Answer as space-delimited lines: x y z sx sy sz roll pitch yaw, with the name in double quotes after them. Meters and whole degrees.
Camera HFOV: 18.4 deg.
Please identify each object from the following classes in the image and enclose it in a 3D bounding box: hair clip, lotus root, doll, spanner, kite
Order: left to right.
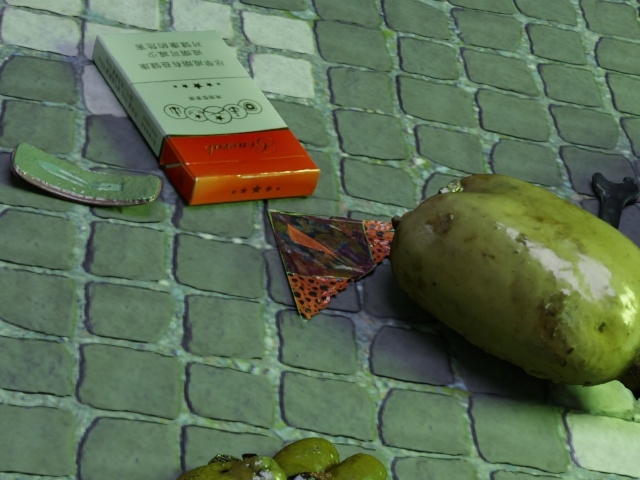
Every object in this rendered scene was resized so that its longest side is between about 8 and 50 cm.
-0.212 -0.056 1.773 0.137 0.022 0.054 13 35 -8 "hair clip"
-0.034 0.186 1.471 0.137 0.097 0.209 28 31 23 "doll"
0.000 0.001 1.803 0.125 0.008 0.222 33 38 20 "kite"
0.192 0.040 1.721 0.284 0.146 0.160 35 56 17 "lotus root"
0.276 0.002 1.919 0.054 0.015 0.254 19 35 4 "spanner"

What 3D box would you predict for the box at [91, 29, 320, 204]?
-0.113 -0.122 1.894 0.139 0.035 0.245 -6 42 -31 "box"
